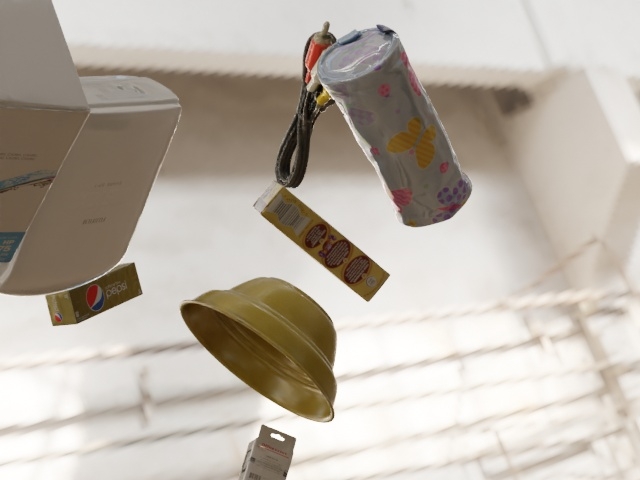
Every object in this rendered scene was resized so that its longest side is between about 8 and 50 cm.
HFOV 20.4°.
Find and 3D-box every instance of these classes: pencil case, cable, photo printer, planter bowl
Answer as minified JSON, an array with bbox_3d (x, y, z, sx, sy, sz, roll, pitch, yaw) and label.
[{"bbox_3d":[0.096,-0.144,2.291,0.113,0.124,0.273,-37,-59,-9],"label":"pencil case"},{"bbox_3d":[-0.026,-0.218,2.798,0.072,0.139,0.287,1,-47,-42],"label":"cable"},{"bbox_3d":[-0.333,-0.065,2.355,0.256,0.107,0.307,-9,-51,-56],"label":"photo printer"},{"bbox_3d":[-0.048,0.105,2.008,0.090,0.217,0.217,-52,-9,-19],"label":"planter bowl"}]

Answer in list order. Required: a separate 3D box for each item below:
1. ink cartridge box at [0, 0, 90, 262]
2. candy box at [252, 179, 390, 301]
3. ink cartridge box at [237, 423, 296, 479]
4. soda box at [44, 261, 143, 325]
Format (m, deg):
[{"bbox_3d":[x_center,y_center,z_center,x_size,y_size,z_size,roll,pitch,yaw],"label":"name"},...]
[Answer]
[{"bbox_3d":[-0.418,-0.134,2.017,0.197,0.198,0.270,2,-40,-34],"label":"ink cartridge box"},{"bbox_3d":[0.000,0.000,2.344,0.053,0.186,0.109,-52,10,0],"label":"candy box"},{"bbox_3d":[-0.062,0.255,2.004,0.048,0.083,0.028,24,-28,-15],"label":"ink cartridge box"},{"bbox_3d":[-0.384,0.090,3.015,0.058,0.061,0.181,-7,11,34],"label":"soda box"}]
